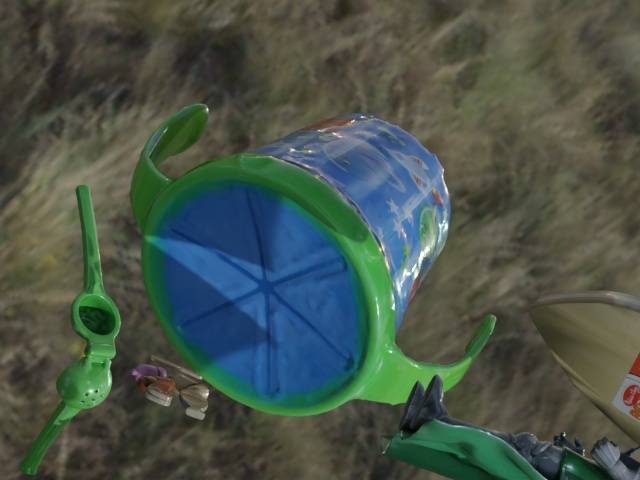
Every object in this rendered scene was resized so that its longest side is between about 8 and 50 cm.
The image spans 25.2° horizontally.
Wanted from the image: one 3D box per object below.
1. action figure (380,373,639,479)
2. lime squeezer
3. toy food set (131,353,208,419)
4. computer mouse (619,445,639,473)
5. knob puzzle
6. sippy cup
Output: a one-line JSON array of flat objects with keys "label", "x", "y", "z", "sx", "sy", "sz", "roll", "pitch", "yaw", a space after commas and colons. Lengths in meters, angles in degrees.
[{"label": "action figure", "x": 0.161, "y": 0.153, "z": 0.899, "sx": 0.232, "sy": 0.063, "sz": 0.137, "roll": 25, "pitch": -11, "yaw": -5}, {"label": "lime squeezer", "x": -0.243, "y": 0.102, "z": 1.466, "sx": 0.059, "sy": 0.310, "sz": 0.110, "roll": 10, "pitch": 4, "yaw": -24}, {"label": "toy food set", "x": -0.143, "y": 0.141, "z": 1.344, "sx": 0.078, "sy": 0.019, "sz": 0.122, "roll": 23, "pitch": 8, "yaw": -5}, {"label": "computer mouse", "x": 0.272, "y": 0.186, "z": 1.190, "sx": 0.242, "sy": 0.071, "sz": 0.041, "roll": -27, "pitch": 76, "yaw": -18}, {"label": "knob puzzle", "x": 0.211, "y": 0.081, "z": 0.823, "sx": 0.213, "sy": 0.213, "sz": 0.030, "roll": 43, "pitch": 70, "yaw": -15}, {"label": "sippy cup", "x": 0.000, "y": 0.000, "z": 1.254, "sx": 0.224, "sy": 0.240, "sz": 0.305, "roll": -40, "pitch": 108, "yaw": -50}]
